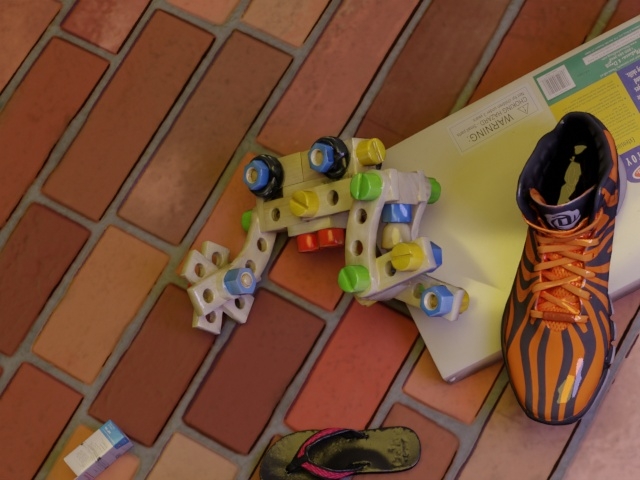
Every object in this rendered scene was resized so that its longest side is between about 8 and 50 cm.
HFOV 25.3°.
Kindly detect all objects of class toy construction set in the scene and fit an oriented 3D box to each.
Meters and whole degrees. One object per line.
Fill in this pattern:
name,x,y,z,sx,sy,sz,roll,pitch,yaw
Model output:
toy construction set,0.000,0.000,1.562,0.327,0.151,0.215,-10,83,28

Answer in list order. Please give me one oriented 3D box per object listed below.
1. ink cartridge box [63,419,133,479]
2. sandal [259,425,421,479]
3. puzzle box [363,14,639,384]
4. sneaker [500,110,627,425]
ink cartridge box,-0.251,0.238,1.570,0.083,0.048,0.028,-40,71,-9
sandal,0.020,0.231,1.548,0.179,0.040,0.067,-10,70,3
puzzle box,0.261,-0.050,1.578,0.409,0.052,0.272,-27,69,7
sneaker,0.236,0.020,1.441,0.124,0.180,0.321,2,76,17
